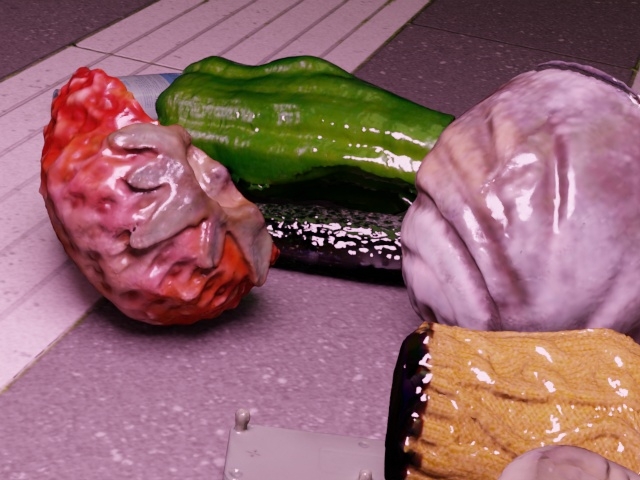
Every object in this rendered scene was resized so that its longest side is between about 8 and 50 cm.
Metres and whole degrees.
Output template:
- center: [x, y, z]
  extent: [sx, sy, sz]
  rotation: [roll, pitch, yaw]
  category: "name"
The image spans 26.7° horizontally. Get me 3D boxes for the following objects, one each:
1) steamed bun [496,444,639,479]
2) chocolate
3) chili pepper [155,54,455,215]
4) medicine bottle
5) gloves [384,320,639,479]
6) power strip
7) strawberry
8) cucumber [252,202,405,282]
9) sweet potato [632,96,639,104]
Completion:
- center: [0.169, 0.289, 0.690]
  extent: [0.324, 0.219, 0.310]
  rotation: [24, 32, -27]
  category: "steamed bun"
- center: [0.190, 0.011, 1.235]
  extent: [0.213, 0.303, 0.303]
  rotation: [-32, 42, -26]
  category: "chocolate"
- center: [-0.015, -0.119, 1.503]
  extent: [0.385, 0.167, 0.213]
  rotation: [13, 3, 27]
  category: "chili pepper"
- center: [-0.243, -0.183, 1.760]
  extent: [0.208, 0.054, 0.090]
  rotation: [-8, 31, -27]
  category: "medicine bottle"
- center: [0.210, 0.168, 0.968]
  extent: [0.356, 0.155, 0.203]
  rotation: [23, 44, -16]
  category: "gloves"
- center: [0.032, 0.196, 1.016]
  extent: [0.215, 0.061, 0.145]
  rotation: [6, 24, -2]
  category: "power strip"
- center: [-0.190, -0.023, 1.296]
  extent: [0.149, 0.265, 0.336]
  rotation: [-48, 21, -13]
  category: "strawberry"
- center: [0.000, 0.000, 1.413]
  extent: [0.241, 0.074, 0.074]
  rotation: [7, 25, 3]
  category: "cucumber"
- center: [0.430, -0.187, 1.968]
  extent: [0.218, 0.051, 0.065]
  rotation: [2, 22, -14]
  category: "sweet potato"
